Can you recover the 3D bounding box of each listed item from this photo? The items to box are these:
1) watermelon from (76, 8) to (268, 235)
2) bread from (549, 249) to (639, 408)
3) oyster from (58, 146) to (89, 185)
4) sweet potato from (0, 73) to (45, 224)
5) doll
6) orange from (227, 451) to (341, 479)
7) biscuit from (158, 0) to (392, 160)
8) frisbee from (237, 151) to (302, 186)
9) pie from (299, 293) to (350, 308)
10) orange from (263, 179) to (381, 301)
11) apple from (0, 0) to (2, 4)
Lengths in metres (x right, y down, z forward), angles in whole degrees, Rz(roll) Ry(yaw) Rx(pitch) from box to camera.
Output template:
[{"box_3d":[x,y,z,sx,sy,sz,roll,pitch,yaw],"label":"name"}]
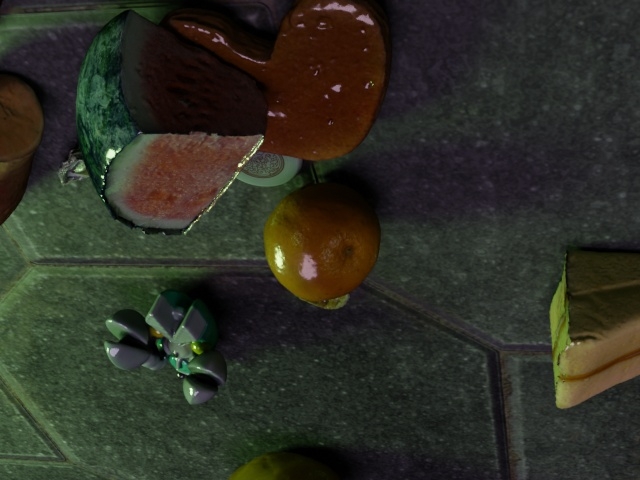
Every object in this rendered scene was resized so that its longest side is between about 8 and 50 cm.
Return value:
[{"box_3d":[-0.165,-0.098,1.182,0.226,0.148,0.318,-2,145,7],"label":"watermelon"},{"box_3d":[0.439,0.121,1.386,0.264,0.163,0.167,2,142,11],"label":"bread"},{"box_3d":[-0.297,-0.103,1.380,0.100,0.037,0.098,-10,163,-6],"label":"oyster"},{"box_3d":[-0.445,-0.070,1.370,0.131,0.131,0.336,20,142,-13],"label":"sweet potato"},{"box_3d":[-0.207,0.179,1.628,0.195,0.153,0.258,3,150,33],"label":"doll"},{"box_3d":[-0.063,0.532,1.987,0.279,0.235,0.279,19,119,38],"label":"orange"},{"box_3d":[-0.061,-0.196,1.170,0.277,0.052,0.262,10,145,3],"label":"biscuit"},{"box_3d":[-0.077,-0.106,1.329,0.110,0.014,0.110,7,143,5],"label":"frisbee"},{"box_3d":[0.002,0.076,1.549,0.084,0.020,0.084,7,144,5],"label":"pie"},{"box_3d":[0.000,0.000,1.346,0.155,0.154,0.134,36,171,-30],"label":"orange"},{"box_3d":[-0.510,-0.290,1.104,0.329,0.295,0.365,45,146,17],"label":"apple"}]
